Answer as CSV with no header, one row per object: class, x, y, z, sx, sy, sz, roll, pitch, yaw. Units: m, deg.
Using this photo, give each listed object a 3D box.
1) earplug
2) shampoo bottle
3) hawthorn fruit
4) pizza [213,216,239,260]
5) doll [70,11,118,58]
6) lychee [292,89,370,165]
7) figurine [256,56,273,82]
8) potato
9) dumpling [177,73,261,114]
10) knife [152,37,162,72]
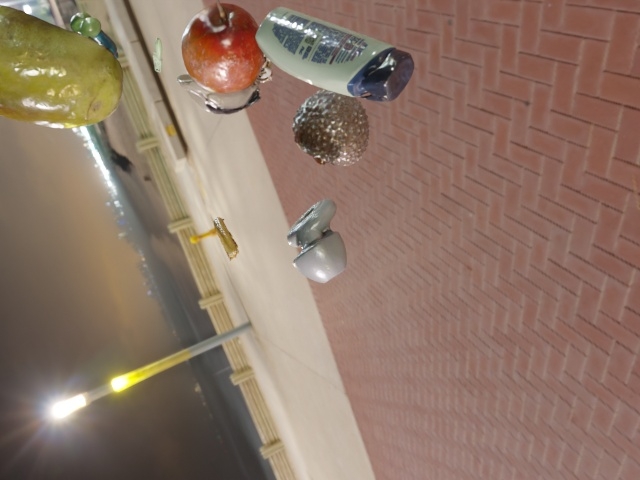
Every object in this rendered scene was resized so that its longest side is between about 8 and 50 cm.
earplug,-0.009,-0.005,1.677,0.214,0.175,0.325,-39,40,28
shampoo bottle,0.015,-0.383,1.037,0.359,0.134,0.078,33,172,29
hawthorn fruit,-0.258,-0.546,1.396,0.231,0.263,0.235,43,-145,-25
pizza,-0.267,0.006,1.441,0.178,0.041,0.131,47,159,57
doll,-0.768,-0.547,1.595,0.198,0.322,0.186,41,-174,36
lychee,0.047,-0.415,1.848,0.300,0.300,0.300,54,158,35
figurine,-0.213,-0.604,1.676,0.132,0.132,0.153,58,180,26
potato,-0.688,-0.397,1.313,0.330,0.280,0.212,101,176,-58
dumpling,-0.337,-0.490,1.642,0.204,0.293,0.163,-2,100,43
knife,-0.665,-0.755,2.027,0.043,0.020,0.293,28,166,-12
